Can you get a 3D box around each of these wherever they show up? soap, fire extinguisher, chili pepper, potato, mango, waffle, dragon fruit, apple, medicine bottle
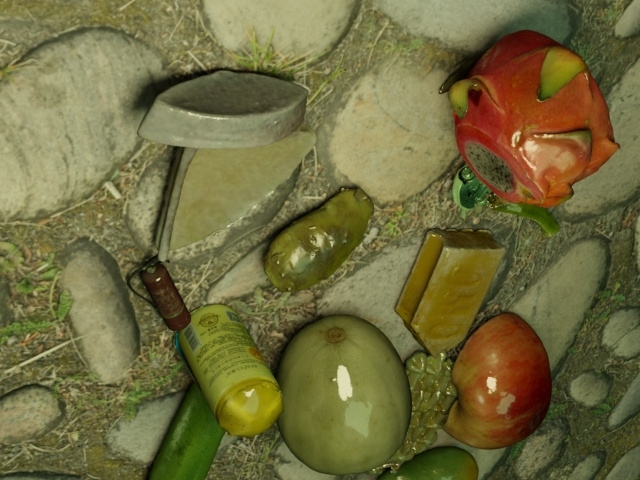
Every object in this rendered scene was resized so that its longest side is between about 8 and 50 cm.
[{"bbox_3d":[0.237,0.104,1.928,0.160,0.080,0.257,0,122,-33],"label":"soap"},{"bbox_3d":[-0.260,0.083,1.614,0.078,0.045,0.157,-18,134,1],"label":"fire extinguisher"},{"bbox_3d":[0.398,-0.057,1.937,0.202,0.050,0.052,23,72,-40],"label":"chili pepper"},{"bbox_3d":[0.000,0.000,1.686,0.225,0.090,0.117,-40,130,-11],"label":"potato"},{"bbox_3d":[0.236,0.536,2.235,0.251,0.114,0.156,-15,149,-23],"label":"mango"},{"bbox_3d":[0.171,0.363,2.104,0.292,0.056,0.309,-29,135,-13],"label":"waffle"},{"bbox_3d":[0.320,-0.175,1.621,0.189,0.290,0.290,-36,135,-12],"label":"dragon fruit"},{"bbox_3d":[0.394,0.316,2.096,0.251,0.163,0.293,-26,134,-36],"label":"apple"},{"bbox_3d":[-0.147,0.217,1.652,0.124,0.239,0.124,-16,131,-19],"label":"medicine bottle"}]

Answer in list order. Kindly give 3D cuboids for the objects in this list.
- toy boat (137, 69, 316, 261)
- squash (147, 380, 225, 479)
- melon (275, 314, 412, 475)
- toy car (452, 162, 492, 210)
[{"bbox_3d":[-0.136,-0.130,1.501,0.276,0.111,0.293,-21,145,-19],"label":"toy boat"},{"bbox_3d":[-0.239,0.382,1.820,0.101,0.101,0.378,10,118,-38],"label":"squash"},{"bbox_3d":[0.040,0.282,1.819,0.272,0.272,0.308,0,106,-33],"label":"melon"},{"bbox_3d":[0.296,-0.135,1.799,0.186,0.058,0.093,-46,136,-12],"label":"toy car"}]
